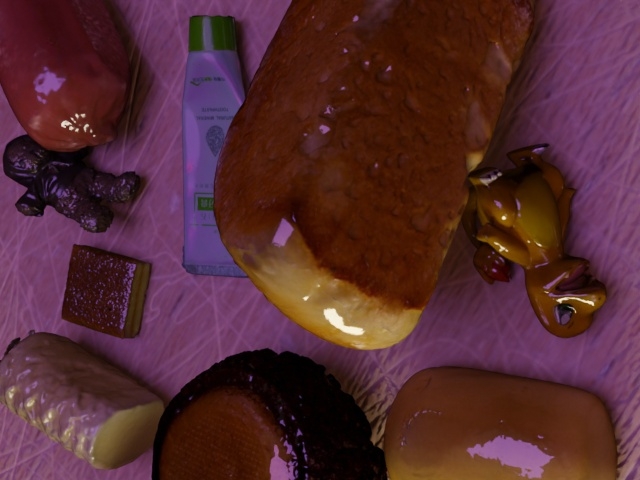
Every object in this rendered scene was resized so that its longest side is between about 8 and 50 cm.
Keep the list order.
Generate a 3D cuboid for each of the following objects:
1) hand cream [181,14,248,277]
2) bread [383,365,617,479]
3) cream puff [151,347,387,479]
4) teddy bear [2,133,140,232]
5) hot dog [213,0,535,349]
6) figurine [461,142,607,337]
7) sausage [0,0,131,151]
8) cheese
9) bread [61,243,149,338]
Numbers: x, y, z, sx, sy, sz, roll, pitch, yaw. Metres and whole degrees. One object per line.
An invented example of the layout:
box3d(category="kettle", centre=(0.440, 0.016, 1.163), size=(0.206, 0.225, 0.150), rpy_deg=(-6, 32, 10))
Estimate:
box3d(category="hand cream", centre=(-0.114, -0.099, 1.367), size=(0.079, 0.050, 0.275), rpy_deg=(7, 99, 57))
box3d(category="bread", centre=(0.158, 0.195, 1.175), size=(0.217, 0.098, 0.147), rpy_deg=(2, 94, 31))
box3d(category="cream puff", centre=(-0.045, 0.225, 1.249), size=(0.239, 0.165, 0.239), rpy_deg=(-3, 86, 36))
box3d(category="teddy bear", centre=(-0.282, -0.062, 1.441), size=(0.160, 0.078, 0.119), rpy_deg=(28, 64, 16))
box3d(category="hot dog", centre=(0.032, -0.103, 1.154), size=(0.223, 0.185, 0.405), rpy_deg=(-10, 53, 58))
box3d(category="figurine", centre=(0.186, 0.012, 1.172), size=(0.176, 0.121, 0.122), rpy_deg=(61, 144, 5))
box3d(category="sausage", centre=(-0.293, -0.211, 1.409), size=(0.148, 0.148, 0.254), rpy_deg=(-32, 74, 26))
box3d(category="cheese", centre=(-0.264, 0.173, 1.401), size=(0.167, 0.123, 0.094), rpy_deg=(27, 98, 29))
box3d(category="bread", centre=(-0.242, 0.057, 1.438), size=(0.094, 0.035, 0.090), rpy_deg=(14, 97, 29))
